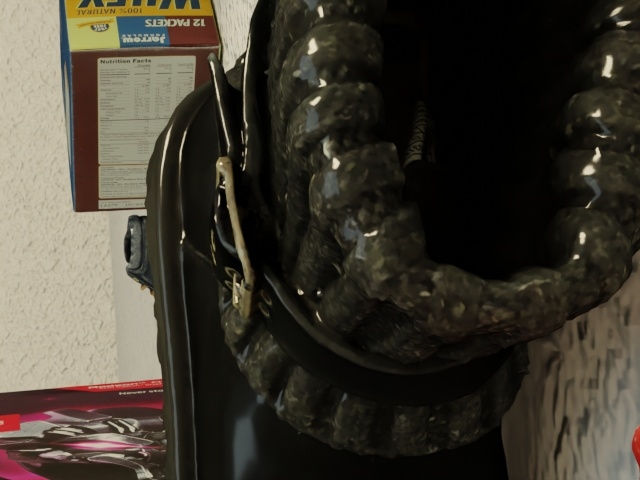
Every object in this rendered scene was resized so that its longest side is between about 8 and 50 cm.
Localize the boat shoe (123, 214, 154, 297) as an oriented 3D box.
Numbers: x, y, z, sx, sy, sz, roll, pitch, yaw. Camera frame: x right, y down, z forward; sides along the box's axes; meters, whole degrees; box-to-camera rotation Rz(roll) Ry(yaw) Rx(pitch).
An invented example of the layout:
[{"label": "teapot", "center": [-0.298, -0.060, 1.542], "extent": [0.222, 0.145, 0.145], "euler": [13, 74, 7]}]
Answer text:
[{"label": "boat shoe", "center": [-0.165, 0.037, 1.362], "extent": [0.065, 0.083, 0.183], "euler": [-107, 18, -45]}]

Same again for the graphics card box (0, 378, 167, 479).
[{"label": "graphics card box", "center": [-0.137, 0.165, 0.742], "extent": [0.371, 0.233, 0.094], "euler": [-148, 56, -75]}]

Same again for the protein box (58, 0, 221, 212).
[{"label": "protein box", "center": [-0.183, -0.169, 1.272], "extent": [0.201, 0.136, 0.200], "euler": [100, 162, -45]}]

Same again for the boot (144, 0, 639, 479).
[{"label": "boot", "center": [0.032, 0.055, 0.422], "extent": [0.260, 0.131, 0.348], "euler": [-36, 68, 64]}]

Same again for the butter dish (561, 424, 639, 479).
[{"label": "butter dish", "center": [0.074, 0.094, 0.278], "extent": [0.160, 0.160, 0.118], "euler": [123, 166, -69]}]

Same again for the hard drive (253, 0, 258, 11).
[{"label": "hard drive", "center": [0.000, 0.000, 0.724], "extent": [0.233, 0.047, 0.353], "euler": [-120, 30, -63]}]
